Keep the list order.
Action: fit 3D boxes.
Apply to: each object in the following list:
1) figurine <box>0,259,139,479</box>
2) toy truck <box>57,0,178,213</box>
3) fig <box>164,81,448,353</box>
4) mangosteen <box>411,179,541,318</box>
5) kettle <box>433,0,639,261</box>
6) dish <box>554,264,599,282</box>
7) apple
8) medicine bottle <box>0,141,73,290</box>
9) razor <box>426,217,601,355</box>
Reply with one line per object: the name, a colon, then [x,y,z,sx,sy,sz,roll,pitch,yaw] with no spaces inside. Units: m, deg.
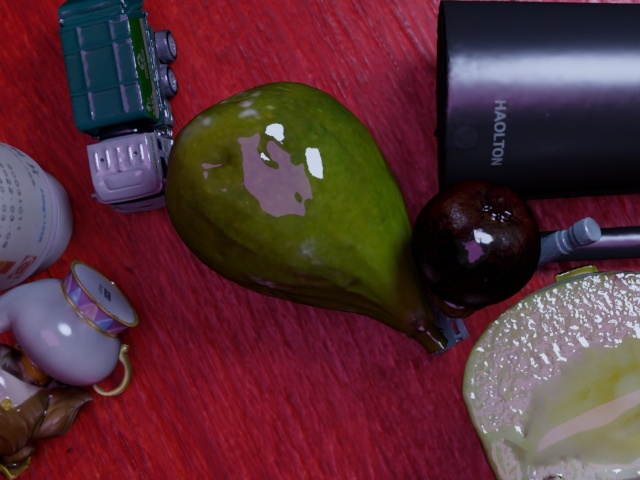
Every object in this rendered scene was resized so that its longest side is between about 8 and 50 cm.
figurine: [-0.326,0.150,1.071,0.189,0.142,0.263,43,94,-16]
toy truck: [-0.221,-0.162,1.077,0.114,0.124,0.253,-11,85,9]
fig: [-0.023,-0.006,1.001,0.233,0.233,0.314,-22,96,6]
mangosteen: [0.141,0.014,0.911,0.140,0.140,0.140,0,88,7]
kettle: [0.272,-0.113,0.973,0.307,0.203,0.262,0,86,4]
dish: [0.312,0.155,1.001,0.262,0.108,0.221,34,93,6]
apple: [0.266,0.129,0.897,0.264,0.120,0.193,-17,77,6]
medicine bottle: [-0.370,-0.027,1.004,0.170,0.293,0.170,0,87,6]
razor: [0.187,0.033,0.989,0.232,0.068,0.106,-29,84,42]
